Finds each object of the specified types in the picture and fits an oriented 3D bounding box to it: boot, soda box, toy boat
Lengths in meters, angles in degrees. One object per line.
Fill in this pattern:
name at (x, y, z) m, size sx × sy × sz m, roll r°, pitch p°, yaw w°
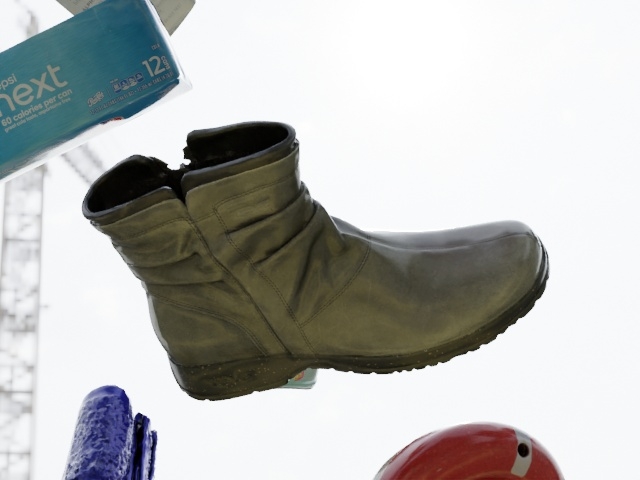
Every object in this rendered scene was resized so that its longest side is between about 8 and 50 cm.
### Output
boot at (0.000, 0.000, 0.922) m, size 0.246 × 0.083 × 0.161 m, roll -15°, pitch -52°, yaw 7°
soda box at (-0.197, -0.092, 1.099) m, size 0.210 × 0.071 × 0.067 m, roll -26°, pitch -3°, yaw 2°
toy boat at (0.105, 0.222, 0.984) m, size 0.151 × 0.231 × 0.151 m, roll 22°, pitch -27°, yaw -29°

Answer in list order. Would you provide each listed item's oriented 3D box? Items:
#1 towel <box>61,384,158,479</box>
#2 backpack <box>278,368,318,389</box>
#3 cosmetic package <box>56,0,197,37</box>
towel at (-0.174, 0.282, 1.164) m, size 0.076 × 0.308 × 0.227 m, roll 13°, pitch -58°, yaw -8°
backpack at (-0.039, 0.046, 1.374) m, size 0.188 × 0.166 × 0.144 m, roll -2°, pitch -69°, yaw -41°
cosmetic package at (-0.207, -0.258, 1.350) m, size 0.231 × 0.117 × 0.085 m, roll 39°, pitch -71°, yaw -13°
